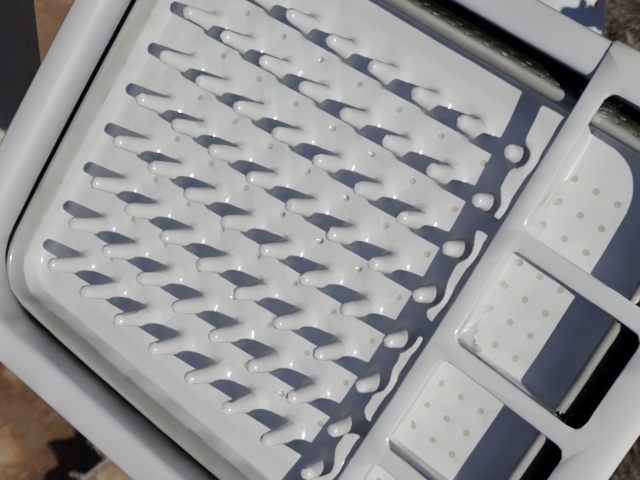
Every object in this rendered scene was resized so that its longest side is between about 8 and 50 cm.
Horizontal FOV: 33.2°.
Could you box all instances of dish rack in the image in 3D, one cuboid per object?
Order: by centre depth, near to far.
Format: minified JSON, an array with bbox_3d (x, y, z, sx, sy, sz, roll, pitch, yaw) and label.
[{"bbox_3d":[0.000,0.000,0.505,0.333,0.072,0.285,35,103,20],"label":"dish rack"}]

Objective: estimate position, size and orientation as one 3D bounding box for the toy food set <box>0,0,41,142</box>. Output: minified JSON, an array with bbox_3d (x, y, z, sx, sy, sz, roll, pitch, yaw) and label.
[{"bbox_3d":[-0.451,-0.251,1.248,0.092,0.220,0.306,-6,91,49],"label":"toy food set"}]

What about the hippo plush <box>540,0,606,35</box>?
[{"bbox_3d":[0.209,-0.211,1.223,0.294,0.234,0.236,-26,135,-5],"label":"hippo plush"}]
